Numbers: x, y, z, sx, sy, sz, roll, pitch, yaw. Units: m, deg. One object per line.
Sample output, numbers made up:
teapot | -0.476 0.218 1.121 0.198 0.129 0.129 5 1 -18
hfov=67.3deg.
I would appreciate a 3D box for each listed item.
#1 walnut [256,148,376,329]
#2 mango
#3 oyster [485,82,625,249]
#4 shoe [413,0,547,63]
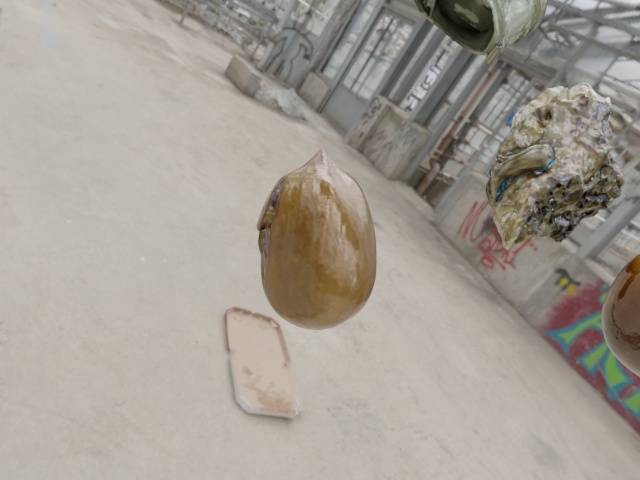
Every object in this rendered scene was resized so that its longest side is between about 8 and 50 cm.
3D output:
walnut | 0.000 0.000 0.798 0.203 0.297 0.203 6 5 0
mango | 0.450 0.119 0.635 0.267 0.133 0.111 54 -1 -25
oyster | 0.326 -0.100 0.651 0.214 0.222 0.083 -5 10 -21
shoe | 0.130 -0.315 0.546 0.275 0.103 0.098 40 64 -2
